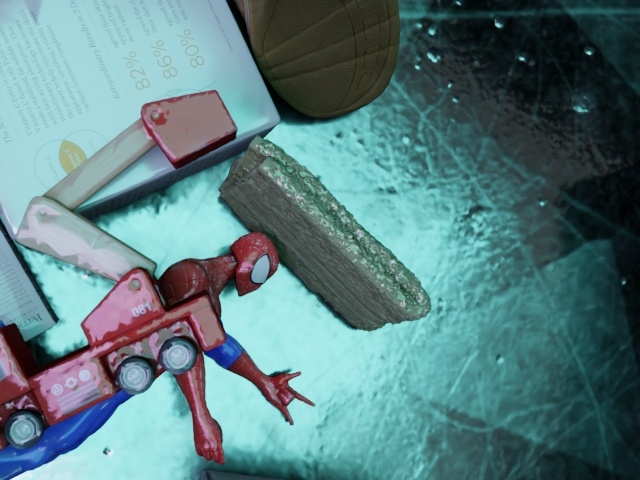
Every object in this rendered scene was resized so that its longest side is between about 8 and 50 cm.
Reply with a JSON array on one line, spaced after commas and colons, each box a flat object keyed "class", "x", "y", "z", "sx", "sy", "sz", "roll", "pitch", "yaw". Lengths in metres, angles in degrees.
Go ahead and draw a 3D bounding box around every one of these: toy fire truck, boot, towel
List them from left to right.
[{"class": "toy fire truck", "x": -0.116, "y": 0.015, "z": 0.499, "sx": 0.192, "sy": 0.047, "sz": 0.135, "roll": -25, "pitch": 93, "yaw": -6}, {"class": "boot", "x": -0.036, "y": -0.222, "z": 0.590, "sx": 0.095, "sy": 0.262, "sz": 0.203, "roll": -24, "pitch": 50, "yaw": 7}, {"class": "towel", "x": 0.000, "y": 0.000, "z": 0.587, "sx": 0.148, "sy": 0.110, "sz": 0.027, "roll": 44, "pitch": 71, "yaw": -6}]

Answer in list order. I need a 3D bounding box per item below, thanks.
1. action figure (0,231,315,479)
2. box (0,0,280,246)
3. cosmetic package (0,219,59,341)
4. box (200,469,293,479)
[{"class": "action figure", "x": -0.107, "y": 0.118, "z": 0.564, "sx": 0.139, "sy": 0.091, "sz": 0.280, "roll": 44, "pitch": 79, "yaw": 0}, {"class": "box", "x": -0.133, "y": -0.090, "z": 0.571, "sx": 0.170, "sy": 0.091, "sz": 0.130, "roll": -25, "pitch": 93, "yaw": -14}, {"class": "cosmetic package", "x": -0.283, "y": 0.066, "z": 0.540, "sx": 0.239, "sy": 0.060, "sz": 0.099, "roll": -29, "pitch": 93, "yaw": -13}, {"class": "box", "x": -0.013, "y": 0.268, "z": 0.555, "sx": 0.148, "sy": 0.127, "sz": 0.232, "roll": 10, "pitch": 83, "yaw": -12}]
